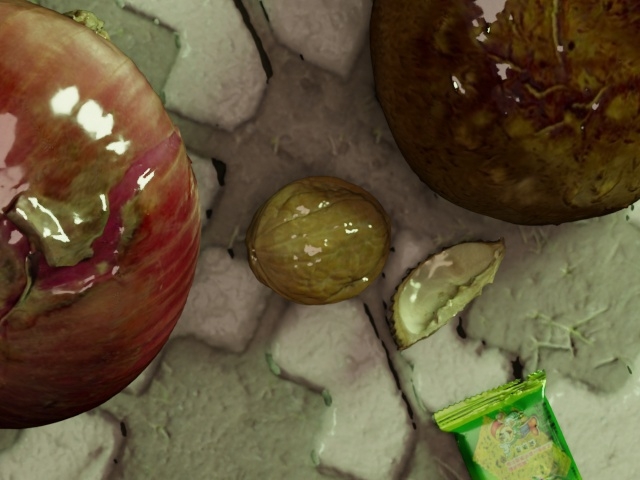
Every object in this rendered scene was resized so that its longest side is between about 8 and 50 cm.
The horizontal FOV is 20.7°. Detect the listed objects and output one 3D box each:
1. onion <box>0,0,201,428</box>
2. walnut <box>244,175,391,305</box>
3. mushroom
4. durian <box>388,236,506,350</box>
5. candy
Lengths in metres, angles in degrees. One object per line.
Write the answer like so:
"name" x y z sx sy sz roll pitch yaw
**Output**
"onion" -0.264 -0.023 1.300 0.353 0.353 0.354 0 94 -5
"walnut" 0.000 0.000 1.428 0.124 0.105 0.105 -18 96 -19
"mushroom" 0.197 -0.174 1.382 0.345 0.239 0.345 -1 120 -1
"durian" 0.100 0.039 1.459 0.130 0.066 0.052 -45 97 -10
"candy" 0.177 0.208 1.493 0.102 0.032 0.178 -24 96 -3
